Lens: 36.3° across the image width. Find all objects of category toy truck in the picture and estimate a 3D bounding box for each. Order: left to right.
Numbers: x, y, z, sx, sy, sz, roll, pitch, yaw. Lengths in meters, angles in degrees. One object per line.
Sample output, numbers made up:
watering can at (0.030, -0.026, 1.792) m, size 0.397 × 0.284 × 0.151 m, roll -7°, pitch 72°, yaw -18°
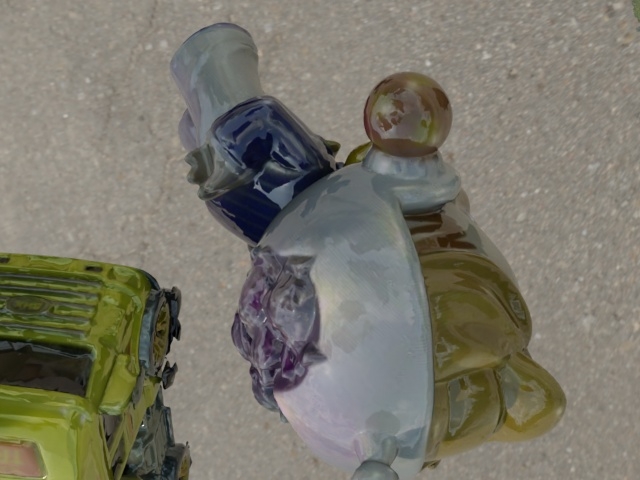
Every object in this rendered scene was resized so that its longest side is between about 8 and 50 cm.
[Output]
toy truck at (-0.148, 0.148, 0.547) m, size 0.124 × 0.157 × 0.272 m, roll 5°, pitch 129°, yaw 3°

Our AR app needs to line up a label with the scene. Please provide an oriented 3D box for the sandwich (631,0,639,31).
sandwich at (0.215, -0.168, 0.486) m, size 0.162 × 0.058 × 0.193 m, roll 42°, pitch 169°, yaw -35°

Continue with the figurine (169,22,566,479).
figurine at (-0.001, -0.010, 0.467) m, size 0.274 × 0.133 × 0.194 m, roll 62°, pitch 155°, yaw 18°
